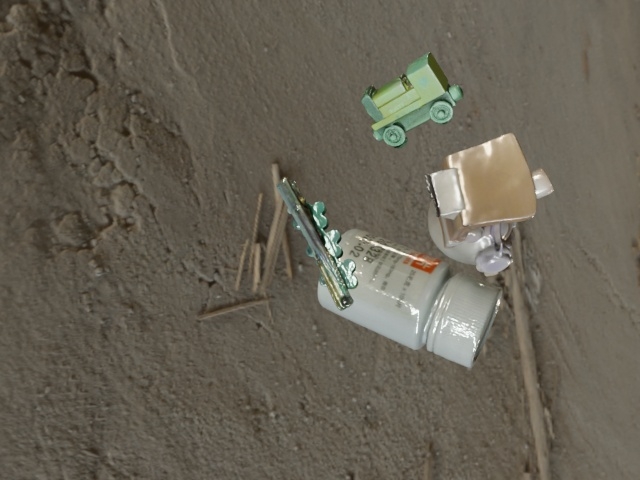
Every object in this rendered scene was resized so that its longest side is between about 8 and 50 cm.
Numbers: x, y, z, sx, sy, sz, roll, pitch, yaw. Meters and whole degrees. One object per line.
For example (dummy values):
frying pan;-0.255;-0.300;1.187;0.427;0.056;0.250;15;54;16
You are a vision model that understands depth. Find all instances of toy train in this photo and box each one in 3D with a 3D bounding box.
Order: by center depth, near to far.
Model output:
toy train;0.106;-0.165;0.683;0.081;0.122;0.050;49;36;-26

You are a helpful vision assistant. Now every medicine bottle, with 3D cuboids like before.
medicine bottle;0.132;0.085;0.860;0.144;0.252;0.144;-45;148;-38

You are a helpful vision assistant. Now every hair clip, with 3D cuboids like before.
hair clip;0.001;0.000;0.641;0.049;0.049;0.173;0;56;-48

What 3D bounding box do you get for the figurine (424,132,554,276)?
figurine;0.212;-0.040;0.753;0.237;0.141;0.162;59;18;-69
